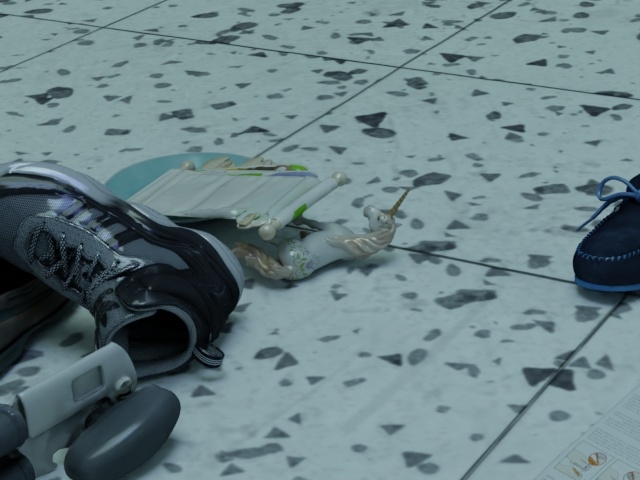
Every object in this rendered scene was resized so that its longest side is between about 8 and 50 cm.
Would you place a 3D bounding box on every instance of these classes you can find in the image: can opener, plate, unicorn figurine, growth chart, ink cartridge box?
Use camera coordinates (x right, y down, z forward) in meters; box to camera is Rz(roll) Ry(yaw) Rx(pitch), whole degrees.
[{"bbox_3d":[-0.221,0.162,1.090,0.095,0.076,0.283,15,31,36],"label":"can opener"},{"bbox_3d":[-0.139,-0.050,1.607,0.188,0.024,0.188,-3,25,2],"label":"plate"},{"bbox_3d":[0.000,0.000,1.453,0.162,0.060,0.111,-37,39,-26],"label":"unicorn figurine"},{"bbox_3d":[-0.091,-0.048,1.504,0.237,0.021,0.172,5,25,37],"label":"growth chart"},{"bbox_3d":[0.258,0.169,1.083,0.179,0.045,0.145,-38,39,-23],"label":"ink cartridge box"}]

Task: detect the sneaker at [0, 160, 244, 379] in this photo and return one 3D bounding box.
[{"bbox_3d":[-0.193,0.028,1.276,0.269,0.101,0.153,21,28,-11],"label":"sneaker"}]

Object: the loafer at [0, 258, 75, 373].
[{"bbox_3d":[-0.280,0.039,1.354,0.096,0.084,0.267,2,25,12],"label":"loafer"}]

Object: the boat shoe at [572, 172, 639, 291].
[{"bbox_3d":[0.312,-0.032,1.432,0.109,0.089,0.258,13,29,31],"label":"boat shoe"}]
